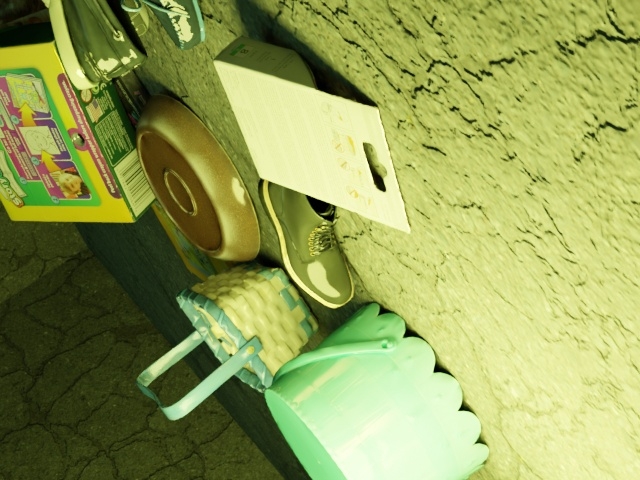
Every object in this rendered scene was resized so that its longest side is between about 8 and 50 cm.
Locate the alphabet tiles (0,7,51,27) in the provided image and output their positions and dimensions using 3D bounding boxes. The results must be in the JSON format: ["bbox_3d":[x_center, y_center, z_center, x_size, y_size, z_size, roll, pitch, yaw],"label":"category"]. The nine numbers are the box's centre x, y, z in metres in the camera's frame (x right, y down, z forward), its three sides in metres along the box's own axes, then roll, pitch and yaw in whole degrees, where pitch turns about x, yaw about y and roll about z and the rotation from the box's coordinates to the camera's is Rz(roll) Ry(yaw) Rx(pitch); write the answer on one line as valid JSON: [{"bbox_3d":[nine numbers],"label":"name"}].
[{"bbox_3d":[-0.488,-0.317,1.987,0.237,0.009,0.198,-12,120,26],"label":"alphabet tiles"}]

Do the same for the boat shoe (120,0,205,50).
[{"bbox_3d":[-0.228,-0.336,1.304,0.258,0.089,0.109,61,164,-22],"label":"boat shoe"}]

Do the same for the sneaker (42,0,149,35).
[{"bbox_3d":[-0.326,-0.339,1.589,0.108,0.100,0.271,57,166,-27],"label":"sneaker"}]

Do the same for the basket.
[{"bbox_3d":[-0.161,0.171,1.789,0.201,0.289,0.255,60,165,-17],"label":"basket"}]

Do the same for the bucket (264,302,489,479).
[{"bbox_3d":[0.066,0.241,1.450,0.281,0.183,0.281,50,162,22],"label":"bucket"}]

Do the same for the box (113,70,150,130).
[{"bbox_3d":[-0.321,-0.235,1.921,0.116,0.029,0.162,57,164,-6],"label":"box"}]

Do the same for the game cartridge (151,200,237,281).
[{"bbox_3d":[-0.234,-0.013,2.084,0.324,0.053,0.285,31,151,58],"label":"game cartridge"}]

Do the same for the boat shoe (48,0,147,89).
[{"bbox_3d":[-0.294,-0.369,1.387,0.127,0.113,0.340,-28,-73,-80],"label":"boat shoe"}]

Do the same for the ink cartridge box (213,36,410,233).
[{"bbox_3d":[0.003,-0.116,1.184,0.225,0.056,0.181,20,146,34],"label":"ink cartridge box"}]

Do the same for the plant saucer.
[{"bbox_3d":[-0.211,-0.088,1.776,0.310,0.050,0.310,43,154,27],"label":"plant saucer"}]

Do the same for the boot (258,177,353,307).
[{"bbox_3d":[0.000,0.000,1.365,0.198,0.077,0.137,58,160,-14],"label":"boot"}]

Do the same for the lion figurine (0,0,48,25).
[{"bbox_3d":[-0.503,-0.339,2.069,0.392,0.142,0.240,43,129,-12],"label":"lion figurine"}]

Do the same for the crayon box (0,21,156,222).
[{"bbox_3d":[-0.496,-0.206,1.979,0.313,0.106,0.363,2,127,31],"label":"crayon box"}]
